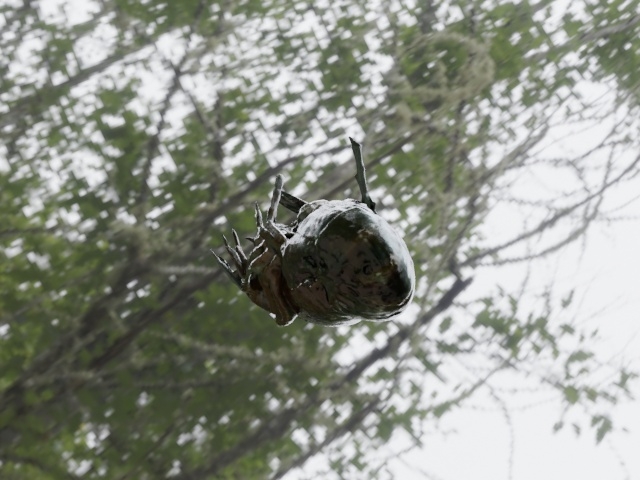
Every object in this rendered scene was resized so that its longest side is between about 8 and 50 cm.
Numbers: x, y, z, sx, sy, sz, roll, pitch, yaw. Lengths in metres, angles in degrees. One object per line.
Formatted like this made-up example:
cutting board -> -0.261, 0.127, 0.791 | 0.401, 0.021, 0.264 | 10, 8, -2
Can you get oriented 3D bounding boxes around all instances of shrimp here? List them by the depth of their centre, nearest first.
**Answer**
shrimp -> 0.001, 0.000, 1.343 | 0.137, 0.172, 0.372 | 50, -14, -22
